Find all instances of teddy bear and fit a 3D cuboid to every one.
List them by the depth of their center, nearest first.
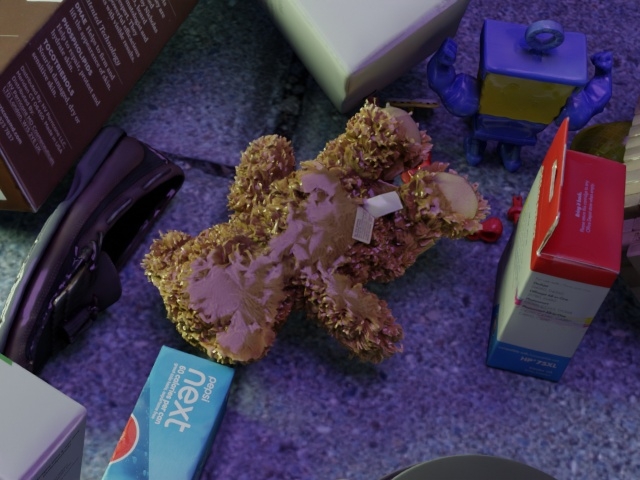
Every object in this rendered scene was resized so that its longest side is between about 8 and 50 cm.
[{"bbox_3d":[0.000,0.000,1.267,0.245,0.113,0.338,37,66,1],"label":"teddy bear"}]

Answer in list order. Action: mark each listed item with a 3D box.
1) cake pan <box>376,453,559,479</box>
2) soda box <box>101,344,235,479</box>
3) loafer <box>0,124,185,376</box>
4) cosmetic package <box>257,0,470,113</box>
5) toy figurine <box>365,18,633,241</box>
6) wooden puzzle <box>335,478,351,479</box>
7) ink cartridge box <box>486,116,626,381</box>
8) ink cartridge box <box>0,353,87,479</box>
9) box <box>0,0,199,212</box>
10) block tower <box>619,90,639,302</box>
[{"bbox_3d":[0.140,0.303,1.120,0.293,0.054,0.293,6,52,-8],"label":"cake pan"},{"bbox_3d":[-0.141,0.197,1.135,0.071,0.067,0.210,19,51,3],"label":"soda box"},{"bbox_3d":[-0.210,0.013,1.241,0.095,0.109,0.302,20,49,-1],"label":"loafer"},{"bbox_3d":[-0.045,-0.368,1.372,0.161,0.230,0.453,-36,87,-2],"label":"cosmetic package"},{"bbox_3d":[0.230,-0.126,1.363,0.363,0.217,0.191,9,52,-4],"label":"toy figurine"},{"bbox_3d":[0.092,0.309,1.042,0.239,0.044,0.221,16,52,1],"label":"wooden puzzle"},{"bbox_3d":[0.224,0.011,1.247,0.078,0.231,0.134,14,52,-1],"label":"ink cartridge box"},{"bbox_3d":[-0.269,0.176,1.037,0.153,0.208,0.087,30,50,11],"label":"ink cartridge box"},{"bbox_3d":[-0.280,-0.205,1.329,0.191,0.143,0.381,4,44,28],"label":"box"},{"bbox_3d":[0.369,-0.084,1.349,0.097,0.091,0.335,50,45,-31],"label":"block tower"}]
